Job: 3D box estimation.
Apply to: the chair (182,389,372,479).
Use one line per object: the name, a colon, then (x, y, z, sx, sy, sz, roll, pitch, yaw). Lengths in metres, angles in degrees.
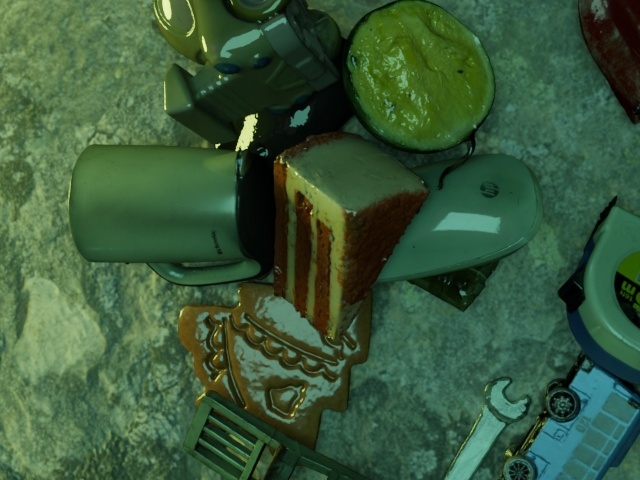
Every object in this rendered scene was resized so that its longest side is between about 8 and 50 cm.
chair: (-0.083, 0.349, 1.891, 0.270, 0.147, 0.136, 29, 130, 4)

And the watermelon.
watermelon: (0.123, -0.209, 1.868, 0.232, 0.127, 0.204, 45, 69, -10)

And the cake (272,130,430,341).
cake: (0.000, 0.000, 1.803, 0.158, 0.159, 0.262, 38, 109, 33)

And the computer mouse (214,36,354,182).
computer mouse: (-0.043, -0.172, 1.923, 0.147, 0.088, 0.264, 33, 99, 7)

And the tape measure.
tape measure: (0.490, 0.112, 1.827, 0.351, 0.098, 0.215, 30, 59, 3)

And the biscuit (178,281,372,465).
biscuit: (-0.047, 0.153, 1.951, 0.306, 0.043, 0.284, -42, 87, 7)

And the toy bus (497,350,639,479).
toy bus: (0.342, 0.272, 1.871, 0.133, 0.116, 0.234, 32, 97, 7)

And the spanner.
spanner: (0.195, 0.325, 1.940, 0.071, 0.017, 0.302, 33, 95, 6)

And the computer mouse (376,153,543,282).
computer mouse: (0.155, -0.036, 1.866, 0.288, 0.097, 0.159, -8, 65, 9)

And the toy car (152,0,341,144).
toy car: (-0.135, -0.325, 1.819, 0.226, 0.242, 0.336, -30, 71, 12)

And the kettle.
kettle: (-0.188, -0.030, 1.900, 0.255, 0.165, 0.240, 0, 132, 15)

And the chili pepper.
chili pepper: (0.417, -0.286, 1.855, 0.253, 0.136, 0.144, 58, 142, 12)

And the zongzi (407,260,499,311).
zongzi: (0.172, 0.013, 1.926, 0.154, 0.062, 0.130, 28, 74, 21)
